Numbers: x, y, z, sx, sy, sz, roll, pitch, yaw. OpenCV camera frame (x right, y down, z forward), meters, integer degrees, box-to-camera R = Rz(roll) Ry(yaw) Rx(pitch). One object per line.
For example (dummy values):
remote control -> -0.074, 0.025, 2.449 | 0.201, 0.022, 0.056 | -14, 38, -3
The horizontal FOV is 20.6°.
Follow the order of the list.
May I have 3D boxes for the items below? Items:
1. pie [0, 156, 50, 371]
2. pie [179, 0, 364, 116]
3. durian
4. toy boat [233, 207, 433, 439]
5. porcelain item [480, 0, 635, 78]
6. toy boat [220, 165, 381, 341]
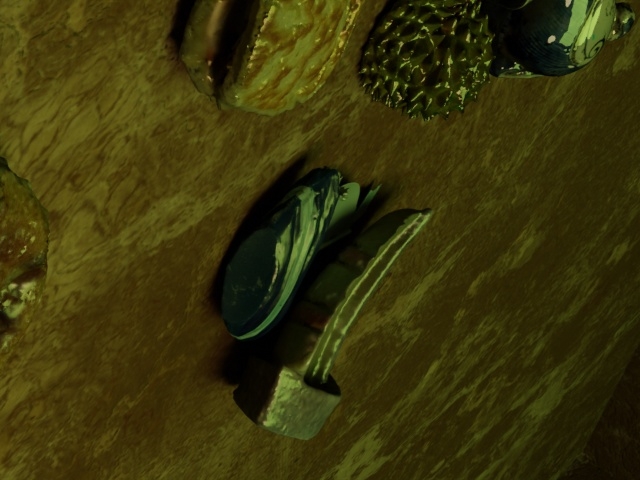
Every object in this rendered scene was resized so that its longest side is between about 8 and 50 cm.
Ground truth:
pie -> -0.307, 0.065, 1.254 | 0.315, 0.092, 0.315 | -44, 157, -25
pie -> -0.030, -0.196, 1.442 | 0.179, 0.084, 0.205 | -26, 145, -54
durian -> 0.116, -0.185, 1.753 | 0.119, 0.108, 0.186 | -19, 141, -58
toy boat -> 0.000, 0.099, 1.965 | 0.293, 0.111, 0.276 | -64, 171, 18
porcelain item -> 0.242, -0.287, 1.838 | 0.186, 0.138, 0.288 | -25, 147, -34
toy boat -> 0.000, 0.000, 1.878 | 0.291, 0.067, 0.220 | -24, 145, -59
